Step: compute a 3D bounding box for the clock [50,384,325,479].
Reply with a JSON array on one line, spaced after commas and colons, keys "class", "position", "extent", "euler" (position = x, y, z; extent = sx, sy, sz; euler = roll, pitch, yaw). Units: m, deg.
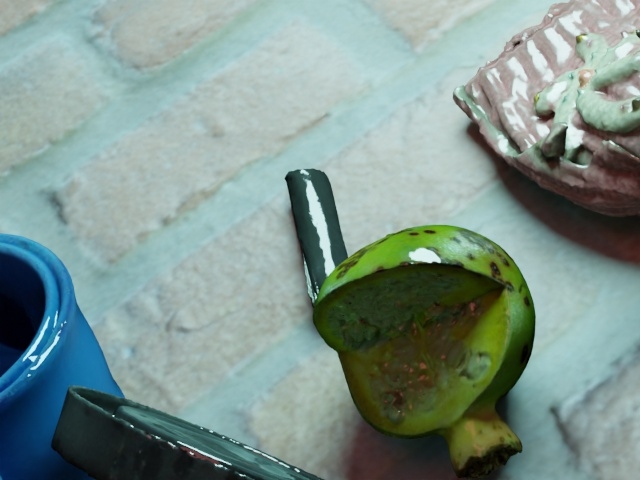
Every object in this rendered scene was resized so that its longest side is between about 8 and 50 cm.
[{"class": "clock", "position": [-0.064, 0.149, 1.034], "extent": [0.215, 0.215, 0.042], "euler": [21, 86, 30]}]

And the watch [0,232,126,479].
[{"class": "watch", "position": [-0.294, 0.135, 1.142], "extent": [0.305, 0.241, 0.274], "euler": [-3, 39, 19]}]

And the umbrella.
[{"class": "umbrella", "position": [0.002, 0.000, 1.226], "extent": [0.036, 0.031, 0.133], "euler": [-19, 53, 9]}]

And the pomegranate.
[{"class": "pomegranate", "position": [0.083, 0.068, 1.101], "extent": [0.143, 0.122, 0.169], "euler": [-41, 86, 25]}]

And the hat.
[{"class": "hat", "position": [0.240, -0.102, 1.163], "extent": [0.237, 0.107, 0.286], "euler": [-37, 47, 5]}]
